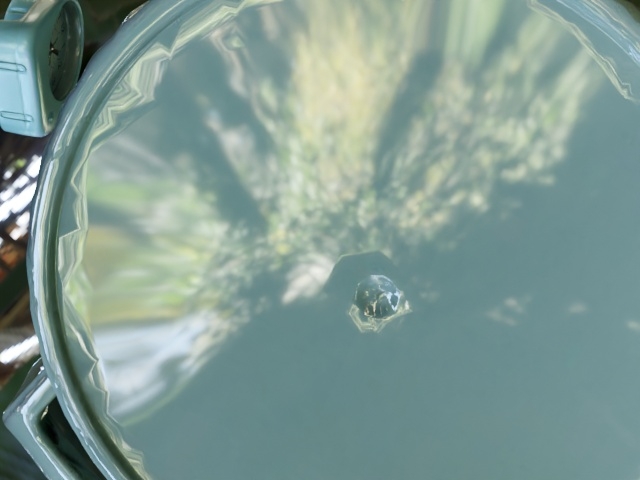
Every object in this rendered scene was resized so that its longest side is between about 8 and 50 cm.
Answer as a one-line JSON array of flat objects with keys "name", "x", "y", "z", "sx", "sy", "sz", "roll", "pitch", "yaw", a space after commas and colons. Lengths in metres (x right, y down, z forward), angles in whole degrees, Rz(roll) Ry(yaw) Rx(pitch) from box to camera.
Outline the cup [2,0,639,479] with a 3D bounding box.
[{"name": "cup", "x": 0.023, "y": 0.009, "z": 0.554, "sx": 0.310, "sy": 0.401, "sz": 0.392, "roll": 25, "pitch": -164, "yaw": 0}]

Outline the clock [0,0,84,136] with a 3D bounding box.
[{"name": "clock", "x": -0.232, "y": -0.166, "z": 0.865, "sx": 0.045, "sy": 0.108, "sz": 0.147, "roll": 10, "pitch": -137, "yaw": 2}]
